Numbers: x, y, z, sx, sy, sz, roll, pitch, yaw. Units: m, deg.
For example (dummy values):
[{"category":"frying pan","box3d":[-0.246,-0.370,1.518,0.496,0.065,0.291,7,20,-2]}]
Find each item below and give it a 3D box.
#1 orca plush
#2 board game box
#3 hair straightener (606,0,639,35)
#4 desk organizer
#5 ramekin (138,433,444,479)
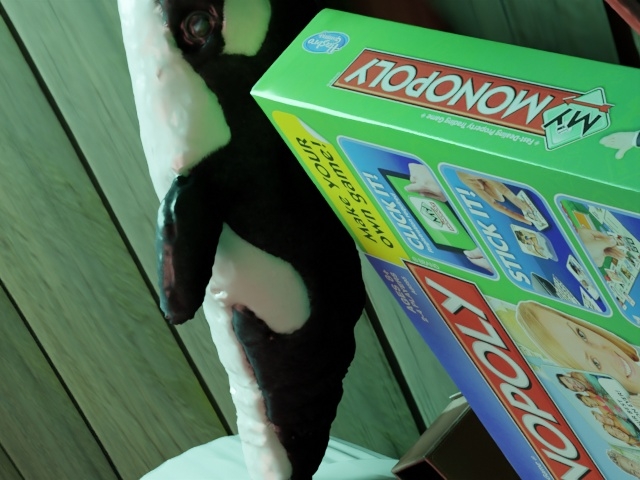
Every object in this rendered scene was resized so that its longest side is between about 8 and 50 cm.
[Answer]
[{"category":"orca plush","box3d":[0.000,0.000,0.712,0.102,0.151,0.287,-5,108,10]},{"category":"board game box","box3d":[0.129,0.061,0.628,0.213,0.046,0.317,17,151,48]},{"category":"hair straightener","box3d":[0.149,-0.038,0.492,0.230,0.047,0.089,49,155,-10]},{"category":"desk organizer","box3d":[0.098,0.129,0.827,0.130,0.050,0.047,46,156,-3]},{"category":"ramekin","box3d":[-0.019,0.220,0.913,0.127,0.273,0.273,28,153,56]}]
